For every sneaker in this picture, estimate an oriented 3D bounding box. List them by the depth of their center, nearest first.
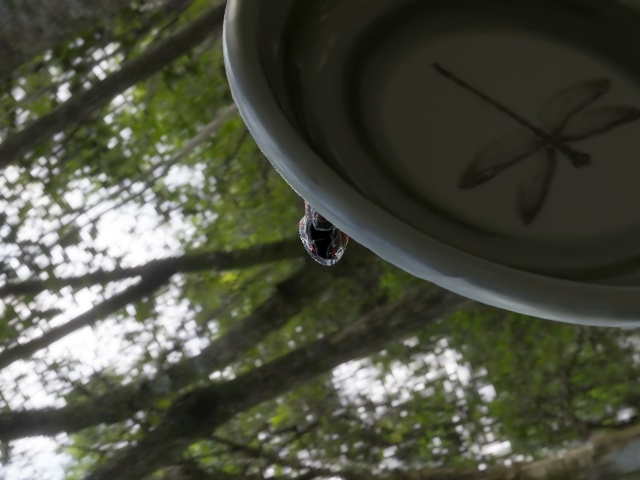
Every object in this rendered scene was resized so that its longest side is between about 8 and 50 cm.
[{"bbox_3d":[0.000,0.000,1.676,0.158,0.061,0.065,82,-168,-61],"label":"sneaker"}]

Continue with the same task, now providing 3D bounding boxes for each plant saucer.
[{"bbox_3d":[0.134,-0.082,0.861,0.400,0.100,0.400,6,-133,-6],"label":"plant saucer"}]
